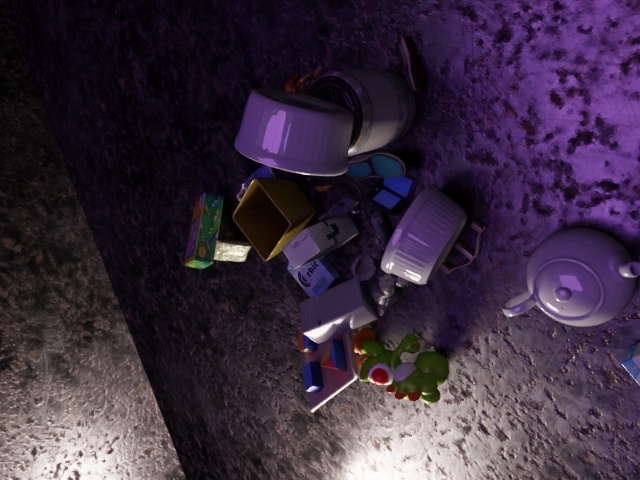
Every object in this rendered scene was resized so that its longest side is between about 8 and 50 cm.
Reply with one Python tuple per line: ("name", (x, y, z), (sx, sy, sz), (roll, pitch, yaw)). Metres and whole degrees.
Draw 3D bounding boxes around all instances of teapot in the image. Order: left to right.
("teapot", (0.582, 0.100, 1.209), (0.252, 0.187, 0.256), (26, 123, 34))

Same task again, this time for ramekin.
("ramekin", (-0.054, -0.261, 1.218), (0.277, 0.277, 0.135), (29, 116, 32))
("ramekin", (0.285, -0.004, 1.401), (0.127, 0.273, 0.273), (32, 126, 17))

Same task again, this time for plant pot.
("plant pot", (-0.144, -0.091, 1.809), (0.212, 0.187, 0.212), (52, 132, 15))

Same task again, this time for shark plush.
("shark plush", (0.059, -0.113, 1.648), (0.067, 0.161, 0.073), (115, 136, -74))

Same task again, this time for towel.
("towel", (-0.362, 0.044, 2.103), (0.110, 0.148, 0.027), (-62, 33, 39))

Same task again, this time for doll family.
("doll family", (-0.055, -0.419, 1.616), (0.118, 0.163, 0.263), (31, 125, 30))

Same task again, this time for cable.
("cable", (0.047, -0.205, 1.640), (0.287, 0.072, 0.140), (16, 126, 49))

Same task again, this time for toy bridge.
("toy bridge", (0.408, 0.029, 1.456), (0.063, 0.026, 0.188), (44, 130, 19))

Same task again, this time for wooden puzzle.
("wooden puzzle", (0.006, 0.386, 1.822), (0.348, 0.080, 0.322), (-54, 34, 43))

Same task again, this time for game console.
("game console", (0.208, -0.150, 1.545), (0.122, 0.107, 0.071), (34, 155, 30))

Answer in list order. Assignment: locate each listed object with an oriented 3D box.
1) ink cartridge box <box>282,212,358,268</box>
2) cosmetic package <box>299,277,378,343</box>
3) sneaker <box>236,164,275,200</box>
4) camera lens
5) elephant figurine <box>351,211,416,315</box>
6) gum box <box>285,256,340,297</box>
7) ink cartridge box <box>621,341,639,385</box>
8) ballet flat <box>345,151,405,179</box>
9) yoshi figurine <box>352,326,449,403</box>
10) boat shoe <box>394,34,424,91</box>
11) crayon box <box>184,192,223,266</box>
("ink cartridge box", (0.000, 0.000, 1.695), (0.153, 0.208, 0.087), (-38, 80, 44))
("cosmetic package", (0.058, 0.227, 1.690), (0.237, 0.107, 0.127), (-30, 43, 23))
("sneaker", (-0.237, -0.207, 1.926), (0.080, 0.081, 0.211), (55, 132, 15))
("camera lens", (0.105, -0.350, 1.415), (0.219, 0.274, 0.220), (17, 117, 37))
("elephant figurine", (0.183, 0.070, 1.617), (0.239, 0.186, 0.169), (54, 178, 28))
("gum box", (-0.030, 0.110, 1.884), (0.184, 0.041, 0.157), (49, 133, 17))
("ink cartridge box", (0.774, 0.263, 1.161), (0.092, 0.089, 0.143), (53, 134, 14))
("ballet flat", (0.171, -0.227, 1.533), (0.248, 0.086, 0.086), (7, 111, 50))
("yoshi figurine", (0.266, 0.399, 1.667), (0.362, 0.203, 0.203), (17, 79, 53))
("boat shoe", (0.239, -0.472, 1.405), (0.049, 0.056, 0.153), (-14, 86, 50))
("crayon box", (-0.470, -0.036, 2.094), (0.165, 0.081, 0.279), (-20, 60, 61))
